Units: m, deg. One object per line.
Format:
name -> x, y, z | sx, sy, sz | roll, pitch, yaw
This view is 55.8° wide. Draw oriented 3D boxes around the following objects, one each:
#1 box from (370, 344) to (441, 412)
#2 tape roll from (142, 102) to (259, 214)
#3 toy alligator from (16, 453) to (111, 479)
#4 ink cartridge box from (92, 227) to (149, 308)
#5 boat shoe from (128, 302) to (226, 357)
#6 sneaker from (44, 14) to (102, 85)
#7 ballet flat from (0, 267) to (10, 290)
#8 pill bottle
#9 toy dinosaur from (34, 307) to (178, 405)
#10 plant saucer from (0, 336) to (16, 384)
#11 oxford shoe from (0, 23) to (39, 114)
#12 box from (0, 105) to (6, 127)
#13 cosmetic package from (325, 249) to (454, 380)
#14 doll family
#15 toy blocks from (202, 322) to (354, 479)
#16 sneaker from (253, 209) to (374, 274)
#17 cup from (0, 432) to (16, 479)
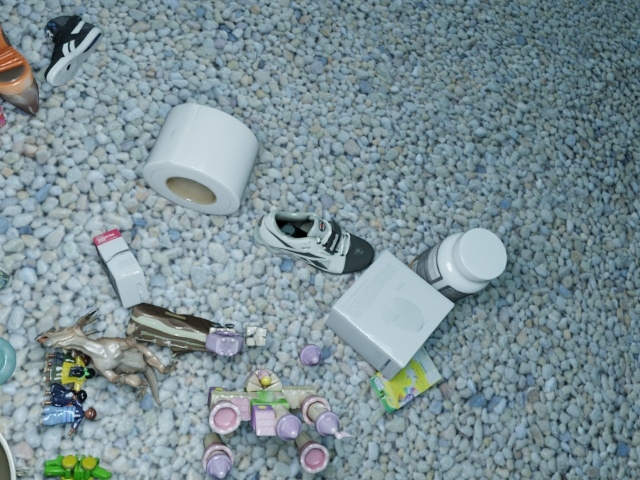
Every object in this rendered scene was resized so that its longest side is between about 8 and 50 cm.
box -> 0.216, 0.360, 1.569 | 0.179, 0.043, 0.105 | -26, 82, -26
tape roll -> -0.289, -0.192, 1.479 | 0.246, 0.246, 0.169 | 21, 68, -11
toy alligator -> -0.537, 0.474, 1.277 | 0.189, 0.056, 0.051 | 10, 27, -14
ink cartridge box -> -0.454, 0.064, 1.377 | 0.063, 0.109, 0.150 | -23, 51, -24
boat shoe -> -0.324, 0.228, 1.421 | 0.257, 0.095, 0.095 | 21, 101, -11
sneaker -> -0.670, -0.493, 1.552 | 0.121, 0.079, 0.217 | 29, 57, -4
ballet flat -> -0.773, 0.043, 1.345 | 0.188, 0.070, 0.070 | 42, 64, -3
pill bottle -> 0.352, 0.072, 1.581 | 0.162, 0.278, 0.162 | 6, 71, -17
toy dinosaur -> -0.447, 0.249, 1.330 | 0.127, 0.200, 0.296 | -59, 138, -20
plant saucer -> -0.721, 0.261, 1.301 | 0.119, 0.021, 0.119 | 6, 70, -17
oxford shoe -> -0.801, -0.441, 1.470 | 0.130, 0.133, 0.364 | -33, 66, -18
box -> -0.870, -0.270, 1.374 | 0.122, 0.128, 0.257 | 47, 64, 1
cosmetic package -> 0.172, 0.189, 1.539 | 0.224, 0.138, 0.224 | 41, 64, 12
doll family -> -0.543, 0.322, 1.316 | 0.111, 0.076, 0.193 | 4, 76, -22
toy blocks -> -0.104, 0.356, 1.297 | 0.288, 0.260, 0.309 | 5, 92, -16
sneaker -> 0.000, 0.000, 1.566 | 0.330, 0.146, 0.122 | 13, 67, -15
cup -> -0.726, 0.467, 1.111 | 0.331, 0.237, 0.331 | 6, 70, -17
